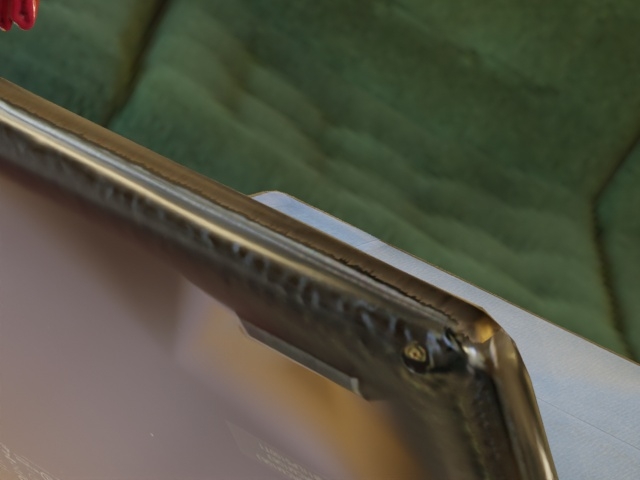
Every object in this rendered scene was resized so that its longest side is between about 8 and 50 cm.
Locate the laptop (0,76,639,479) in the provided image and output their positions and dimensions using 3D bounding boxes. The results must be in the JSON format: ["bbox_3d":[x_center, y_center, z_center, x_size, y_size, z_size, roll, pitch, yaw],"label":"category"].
[{"bbox_3d":[0.000,0.000,0.605,0.382,0.236,0.408,26,-27,33],"label":"laptop"}]

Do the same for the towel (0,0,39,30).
[{"bbox_3d":[-0.103,-0.229,0.673,0.031,0.199,0.275,4,45,-1],"label":"towel"}]
